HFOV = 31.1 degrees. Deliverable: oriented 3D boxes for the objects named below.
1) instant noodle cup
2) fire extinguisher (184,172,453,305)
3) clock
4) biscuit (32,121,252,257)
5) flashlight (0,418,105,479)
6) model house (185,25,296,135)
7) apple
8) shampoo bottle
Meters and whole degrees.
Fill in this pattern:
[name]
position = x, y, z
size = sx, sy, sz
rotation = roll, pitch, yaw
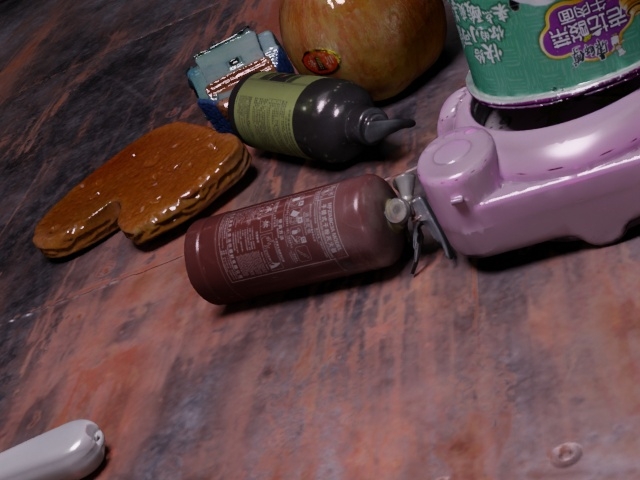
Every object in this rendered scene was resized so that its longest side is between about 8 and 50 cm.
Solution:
[instant noodle cup]
position = 0.212, -0.262, 1.022
size = 0.251, 0.190, 0.251
rotation = -22, 25, 11
[fire extinguisher]
position = 0.000, 0.000, 1.130
size = 0.268, 0.105, 0.105
rotation = -14, 30, 28
[clock]
position = 0.252, -0.125, 1.076
size = 0.295, 0.113, 0.322
rotation = -17, 28, 24
[biscuit]
position = -0.232, -0.052, 1.491
size = 0.262, 0.052, 0.277
rotation = -44, 31, -19
[flashlight]
position = -0.289, 0.222, 1.068
size = 0.200, 0.048, 0.093
rotation = -23, 27, 6
[model house]
position = -0.101, -0.196, 1.563
size = 0.148, 0.119, 0.149
rotation = -25, 37, 5
[apple]
position = 0.054, -0.277, 1.456
size = 0.211, 0.188, 0.211
rotation = -26, 26, 14
[shampoo bottle]
position = -0.004, -0.146, 1.376
size = 0.101, 0.101, 0.284
rotation = -40, 29, -21
